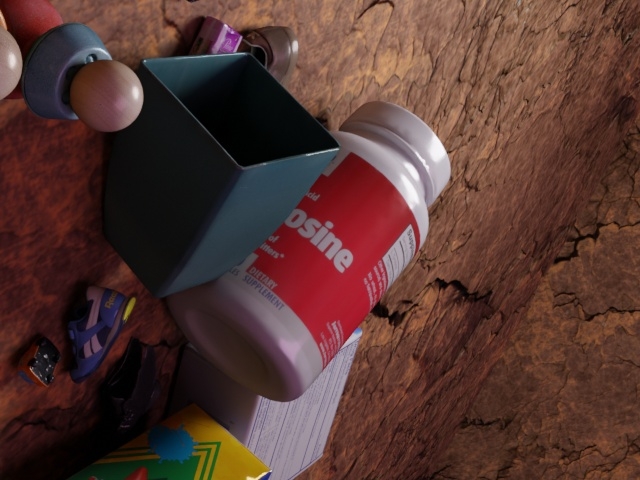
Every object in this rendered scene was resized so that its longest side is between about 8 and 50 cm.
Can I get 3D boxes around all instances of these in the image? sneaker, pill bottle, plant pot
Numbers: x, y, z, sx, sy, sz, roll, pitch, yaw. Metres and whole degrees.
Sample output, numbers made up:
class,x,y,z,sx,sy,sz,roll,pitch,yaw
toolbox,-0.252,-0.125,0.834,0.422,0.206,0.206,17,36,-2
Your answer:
class,x,y,z,sx,sy,sz,roll,pitch,yaw
sneaker,-0.262,0.217,1.212,0.170,0.051,0.089,-59,155,-16
sneaker,-0.081,-0.174,1.149,0.071,0.066,0.188,-11,122,-39
pill bottle,0.000,0.000,1.266,0.408,0.229,0.229,-49,153,-27
sneaker,-0.269,0.108,1.086,0.144,0.059,0.053,-57,-168,28
plant pot,-0.132,-0.059,1.016,0.165,0.165,0.234,-18,149,-51

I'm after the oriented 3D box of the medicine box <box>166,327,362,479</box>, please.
class,x,y,z,sx,sy,sz,roll,pitch,yaw
medicine box,-0.095,0.258,1.453,0.289,0.149,0.263,-23,136,-54

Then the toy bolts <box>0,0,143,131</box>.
class,x,y,z,sx,sy,sz,roll,pitch,yaw
toy bolts,-0.259,-0.107,0.740,0.228,0.158,0.218,-21,134,-55

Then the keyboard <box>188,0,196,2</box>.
class,x,y,z,sx,sy,sz,roll,pitch,yaw
keyboard,-0.116,-0.339,0.937,0.180,0.023,0.108,-64,162,4

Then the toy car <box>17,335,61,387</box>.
class,x,y,z,sx,sy,sz,roll,pitch,yaw
toy car,-0.336,0.120,1.005,0.040,0.060,0.122,-22,141,19

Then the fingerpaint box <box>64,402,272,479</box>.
class,x,y,z,sx,sy,sz,roll,pitch,yaw
fingerpaint box,-0.293,0.486,1.229,0.371,0.163,0.445,-25,145,-53

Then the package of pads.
class,x,y,z,sx,sy,sz,roll,pitch,yaw
package of pads,-0.124,-0.207,1.047,0.083,0.032,0.050,-64,158,5
